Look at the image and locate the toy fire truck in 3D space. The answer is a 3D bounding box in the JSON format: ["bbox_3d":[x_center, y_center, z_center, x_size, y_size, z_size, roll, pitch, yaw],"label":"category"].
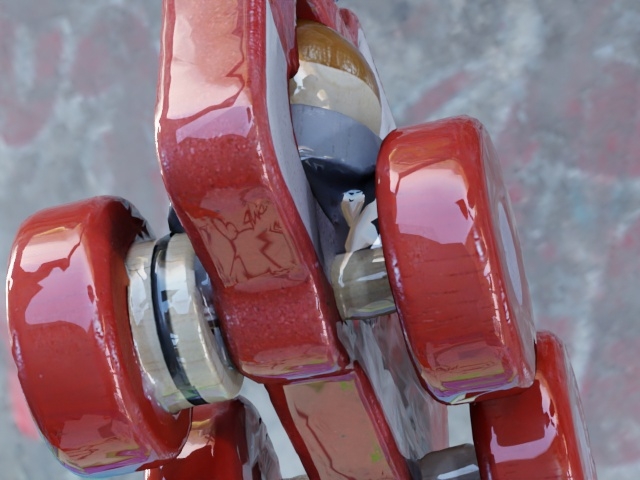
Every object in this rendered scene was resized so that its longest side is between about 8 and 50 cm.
[{"bbox_3d":[0.000,0.000,0.751,0.169,0.254,0.302,-13,136,11],"label":"toy fire truck"}]
